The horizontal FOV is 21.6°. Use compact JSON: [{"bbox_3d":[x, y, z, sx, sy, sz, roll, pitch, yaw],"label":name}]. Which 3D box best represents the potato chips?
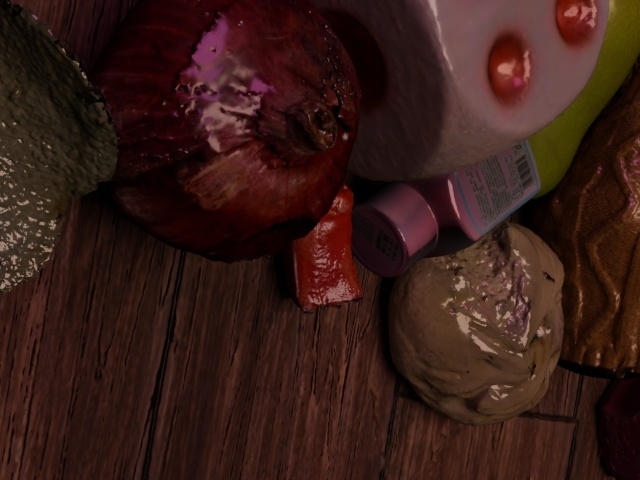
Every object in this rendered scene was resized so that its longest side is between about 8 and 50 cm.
[{"bbox_3d":[-0.240,-0.070,1.278,0.167,0.059,0.228,25,113,-14],"label":"potato chips"}]

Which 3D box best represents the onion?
[{"bbox_3d":[-0.070,-0.099,1.371,0.252,0.219,0.252,-10,108,-36],"label":"onion"}]

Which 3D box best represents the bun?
[{"bbox_3d":[0.173,0.080,1.703,0.237,0.116,0.210,37,69,-42],"label":"bun"}]

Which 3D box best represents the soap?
[{"bbox_3d":[0.425,0.184,1.976,0.250,0.099,0.162,-51,127,-28],"label":"soap"}]

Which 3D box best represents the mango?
[{"bbox_3d":[0.242,-0.186,1.729,0.175,0.143,0.293,23,89,-50],"label":"mango"}]

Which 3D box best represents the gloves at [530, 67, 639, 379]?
[{"bbox_3d":[0.326,-0.029,1.781,0.155,0.203,0.356,13,92,-41],"label":"gloves"}]

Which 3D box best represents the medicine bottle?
[{"bbox_3d":[0.110,-0.044,1.622,0.188,0.119,0.094,-36,114,-36],"label":"medicine bottle"}]

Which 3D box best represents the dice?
[{"bbox_3d":[0.100,-0.219,1.510,0.251,0.243,0.259,-41,119,-34],"label":"dice"}]

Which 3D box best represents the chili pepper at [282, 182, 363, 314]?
[{"bbox_3d":[0.000,0.000,1.558,0.070,0.073,0.123,-77,163,-76],"label":"chili pepper"}]

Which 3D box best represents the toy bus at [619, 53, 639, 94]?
[{"bbox_3d":[0.379,-0.192,1.902,0.081,0.074,0.226,-14,104,-43],"label":"toy bus"}]
